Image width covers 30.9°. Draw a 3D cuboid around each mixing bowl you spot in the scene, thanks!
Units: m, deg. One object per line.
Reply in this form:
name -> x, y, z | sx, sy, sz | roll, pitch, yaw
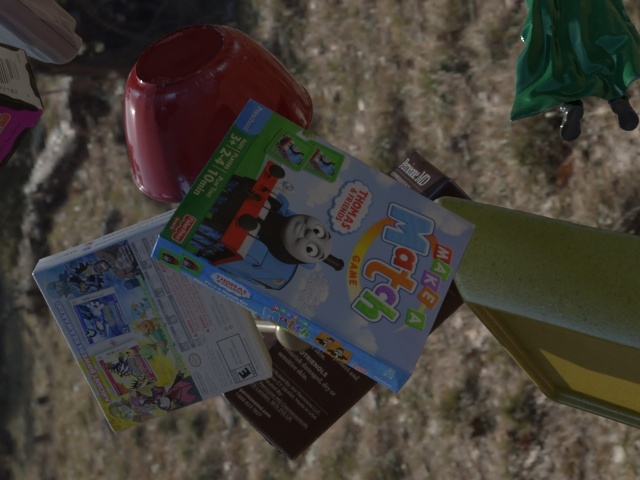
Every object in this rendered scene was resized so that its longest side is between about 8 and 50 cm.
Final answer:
mixing bowl -> -0.107, -0.130, 1.043 | 0.181, 0.181, 0.098 | 38, 159, 48

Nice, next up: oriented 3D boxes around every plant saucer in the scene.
plant saucer -> 0.286, 0.100, 1.068 | 0.332, 0.081, 0.333 | 14, 159, 40

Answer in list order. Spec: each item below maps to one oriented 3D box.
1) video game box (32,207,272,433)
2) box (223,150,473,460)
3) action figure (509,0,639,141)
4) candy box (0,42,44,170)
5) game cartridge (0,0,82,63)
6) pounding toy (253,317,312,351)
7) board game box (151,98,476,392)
video game box -> -0.173, 0.083, 1.221 | 0.048, 0.187, 0.205 | -102, -9, -70
box -> 0.045, 0.076, 1.465 | 0.143, 0.381, 0.191 | 47, -177, -17
action figure -> 0.227, -0.179, 1.021 | 0.232, 0.137, 0.063 | -87, -14, -47
candy box -> -0.339, -0.089, 0.816 | 0.159, 0.233, 0.071 | -45, 53, 28
game cartridge -> -0.395, -0.265, 1.120 | 0.297, 0.198, 0.062 | 23, 89, 16
pounding toy -> -0.040, -0.002, 1.359 | 0.183, 0.110, 0.237 | 12, 72, 50
board game box -> 0.000, 0.000, 0.900 | 0.211, 0.160, 0.039 | 29, 143, -2
